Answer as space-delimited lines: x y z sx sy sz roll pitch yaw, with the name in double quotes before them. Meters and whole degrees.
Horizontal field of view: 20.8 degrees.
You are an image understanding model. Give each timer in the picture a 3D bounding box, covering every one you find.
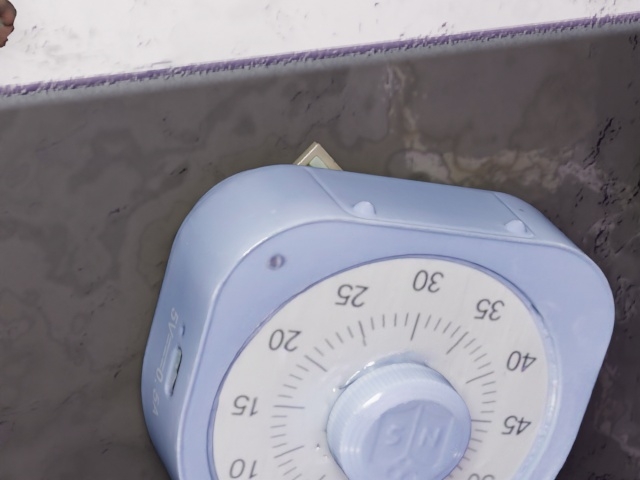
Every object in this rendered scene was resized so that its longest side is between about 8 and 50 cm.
"timer" 0.040 0.137 1.448 0.395 0.173 0.395 -10 117 -19

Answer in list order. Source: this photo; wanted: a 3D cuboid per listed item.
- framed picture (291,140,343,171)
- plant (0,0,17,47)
"framed picture" 0.000 0.000 1.483 0.109 0.011 0.149 -46 126 -4
"plant" -0.313 -0.184 1.121 0.178 0.204 0.234 -29 150 32
